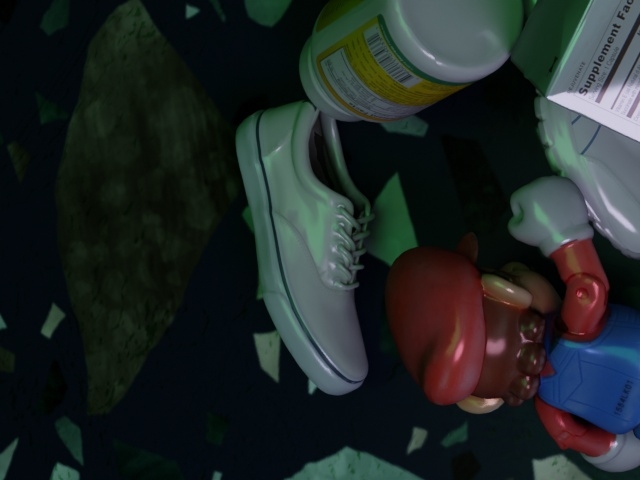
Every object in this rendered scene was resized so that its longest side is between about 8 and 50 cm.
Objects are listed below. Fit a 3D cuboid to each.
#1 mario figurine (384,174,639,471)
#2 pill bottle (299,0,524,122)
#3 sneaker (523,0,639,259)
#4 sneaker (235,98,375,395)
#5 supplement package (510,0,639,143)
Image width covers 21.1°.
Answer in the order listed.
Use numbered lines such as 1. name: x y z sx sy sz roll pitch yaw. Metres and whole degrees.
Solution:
1. mario figurine: 0.206 0.068 1.306 0.320 0.170 0.198 18 87 8
2. pill bottle: 0.063 -0.159 1.362 0.208 0.118 0.117 -24 76 64
3. sneaker: 0.229 -0.133 1.327 0.129 0.111 0.297 -15 84 21
4. sneaker: 0.000 0.000 1.452 0.091 0.094 0.258 -23 79 31
5. supplement package: 0.298 -0.145 1.175 0.263 0.199 0.198 24 102 -6
